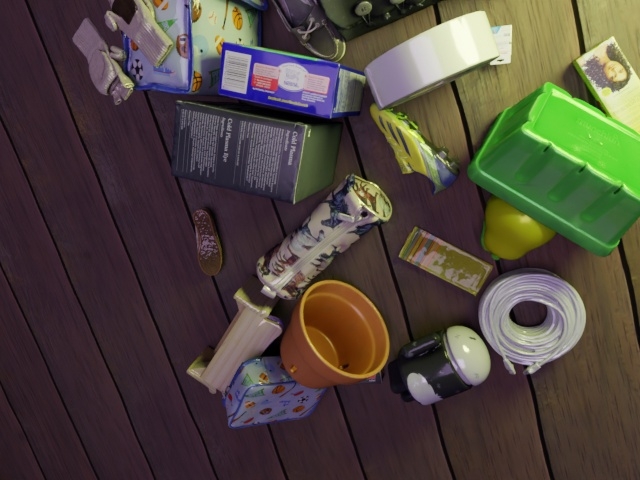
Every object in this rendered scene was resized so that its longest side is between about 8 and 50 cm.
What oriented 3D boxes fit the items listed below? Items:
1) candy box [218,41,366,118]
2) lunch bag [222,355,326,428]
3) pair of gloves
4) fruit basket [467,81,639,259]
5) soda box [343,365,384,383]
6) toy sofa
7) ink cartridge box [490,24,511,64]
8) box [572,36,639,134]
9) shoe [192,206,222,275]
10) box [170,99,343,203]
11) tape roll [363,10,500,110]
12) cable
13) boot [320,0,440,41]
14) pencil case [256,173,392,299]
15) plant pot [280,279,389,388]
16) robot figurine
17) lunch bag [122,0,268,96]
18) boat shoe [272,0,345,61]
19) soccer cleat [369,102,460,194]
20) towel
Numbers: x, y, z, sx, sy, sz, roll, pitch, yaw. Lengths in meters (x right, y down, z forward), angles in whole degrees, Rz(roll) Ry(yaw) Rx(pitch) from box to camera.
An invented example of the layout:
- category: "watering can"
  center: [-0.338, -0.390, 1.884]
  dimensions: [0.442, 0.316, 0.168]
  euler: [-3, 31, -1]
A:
- category: "candy box"
  center: [-0.050, -0.377, 1.151]
  dimensions: [0.268, 0.317, 0.122]
  euler: [15, 108, 11]
- category: "lunch bag"
  center: [-0.140, 0.453, 1.444]
  dimensions: [0.303, 0.115, 0.243]
  euler: [6, 126, -32]
- category: "pair of gloves"
  center: [-0.451, -0.439, 1.068]
  dimensions: [0.240, 0.042, 0.204]
  euler: [-30, 89, 30]
- category: "fruit basket"
  center: [0.522, -0.117, 1.127]
  dimensions: [0.392, 0.283, 0.392]
  euler: [28, 154, 15]
- category: "soda box"
  center: [0.106, 0.400, 1.474]
  dimensions: [0.168, 0.053, 0.060]
  euler: [-7, 104, 18]
- category: "toy sofa"
  center: [-0.245, 0.306, 1.502]
  dimensions: [0.177, 0.150, 0.363]
  euler: [33, 112, 0]
- category: "ink cartridge box"
  center: [0.424, -0.459, 1.138]
  dimensions: [0.048, 0.028, 0.083]
  euler: [1, 106, 17]
- category: "box"
  center: [0.669, -0.332, 1.086]
  dimensions: [0.087, 0.058, 0.232]
  euler: [-34, 94, 23]
- category: "shoe"
  center: [-0.347, 0.002, 1.499]
  dimensions: [0.076, 0.058, 0.219]
  euler: [-5, 109, -2]
- category: "box"
  center: [-0.141, -0.232, 1.206]
  dimensions: [0.312, 0.343, 0.179]
  euler: [13, 108, 14]
- category: "tape roll"
  center: [0.243, -0.391, 1.075]
  dimensions: [0.286, 0.286, 0.100]
  euler: [-20, 100, 21]
- category: "cable"
  center: [0.548, 0.198, 1.262]
  dimensions: [0.257, 0.089, 0.257]
  euler: [-34, 93, 22]
- category: "boot"
  center: [0.190, -0.616, 1.003]
  dimensions: [0.445, 0.367, 0.146]
  euler: [-8, 69, 19]
- category: "pencil case"
  center: [0.000, 0.000, 1.320]
  dimensions: [0.410, 0.183, 0.160]
  euler: [-42, 91, 24]
- category: "plant pot"
  center: [0.020, 0.286, 1.363]
  dimensions: [0.291, 0.291, 0.203]
  euler: [44, 130, 1]
- category: "robot figurine"
  center: [0.324, 0.343, 1.330]
  dimensions: [0.278, 0.209, 0.174]
  euler: [-31, 74, 23]
- category: "lunch bag"
  center: [-0.289, -0.549, 1.166]
  dimensions: [0.238, 0.328, 0.386]
  euler: [10, 106, 19]
- category: "boat shoe"
  center: [-0.066, -0.585, 1.201]
  dimensions: [0.112, 0.095, 0.335]
  euler: [-30, 99, 36]
- category: "soccer cleat"
  center: [0.223, -0.234, 1.233]
  dimensions: [0.289, 0.093, 0.121]
  euler: [42, 120, 2]
- category: "towel"
  center: [0.339, 0.057, 1.320]
  dimensions: [0.237, 0.021, 0.102]
  euler: [28, 112, 7]
